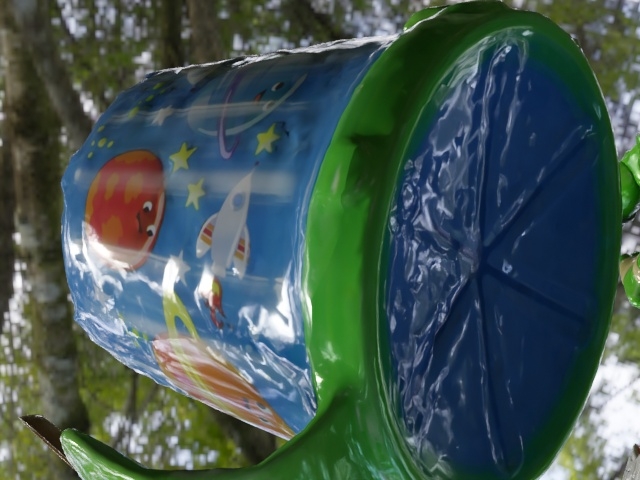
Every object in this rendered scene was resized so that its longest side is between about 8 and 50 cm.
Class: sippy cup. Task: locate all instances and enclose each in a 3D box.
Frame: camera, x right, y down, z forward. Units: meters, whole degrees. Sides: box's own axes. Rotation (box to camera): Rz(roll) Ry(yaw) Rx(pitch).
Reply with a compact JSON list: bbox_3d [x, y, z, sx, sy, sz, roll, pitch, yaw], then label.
[{"bbox_3d":[0.000,0.000,0.685,0.224,0.240,0.305,8,-169,37],"label":"sippy cup"}]

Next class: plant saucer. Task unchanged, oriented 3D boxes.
[{"bbox_3d":[-0.216,0.170,1.144,0.083,0.083,0.015,34,-108,26],"label":"plant saucer"}]

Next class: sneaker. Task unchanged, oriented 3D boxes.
[{"bbox_3d":[0.375,0.267,1.533,0.065,0.061,0.158,16,179,6],"label":"sneaker"}]

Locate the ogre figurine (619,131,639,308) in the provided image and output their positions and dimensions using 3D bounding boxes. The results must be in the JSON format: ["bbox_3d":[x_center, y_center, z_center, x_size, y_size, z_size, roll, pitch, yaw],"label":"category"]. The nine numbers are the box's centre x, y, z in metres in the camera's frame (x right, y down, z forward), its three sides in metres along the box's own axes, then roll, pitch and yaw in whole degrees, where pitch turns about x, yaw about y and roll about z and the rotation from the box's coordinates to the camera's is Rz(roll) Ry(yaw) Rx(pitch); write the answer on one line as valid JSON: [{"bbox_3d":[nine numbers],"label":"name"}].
[{"bbox_3d":[0.235,0.004,0.836,0.097,0.118,0.197,0,-144,-18],"label":"ogre figurine"}]
